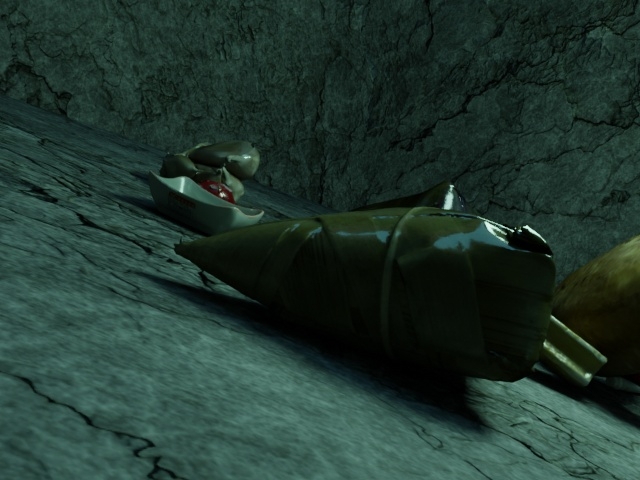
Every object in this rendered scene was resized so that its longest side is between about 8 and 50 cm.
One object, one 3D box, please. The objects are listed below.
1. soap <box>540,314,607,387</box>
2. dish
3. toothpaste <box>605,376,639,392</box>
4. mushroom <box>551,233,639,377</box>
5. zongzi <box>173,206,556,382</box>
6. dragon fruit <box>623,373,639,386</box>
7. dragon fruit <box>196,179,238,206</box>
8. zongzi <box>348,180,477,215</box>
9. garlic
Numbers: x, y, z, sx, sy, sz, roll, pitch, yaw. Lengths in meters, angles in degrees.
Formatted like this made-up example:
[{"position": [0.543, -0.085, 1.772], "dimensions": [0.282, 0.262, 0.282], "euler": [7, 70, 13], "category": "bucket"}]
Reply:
[{"position": [0.401, 0.169, 1.201], "dimensions": [0.232, 0.073, 0.140], "euler": [40, -5, 17], "category": "soap"}, {"position": [-0.239, -0.065, 1.311], "dimensions": [0.212, 0.077, 0.151], "euler": [24, 8, 16], "category": "dish"}, {"position": [0.672, 0.319, 1.432], "dimensions": [0.190, 0.031, 0.048], "euler": [21, 2, -45], "category": "toothpaste"}, {"position": [0.573, 0.147, 1.283], "dimensions": [0.224, 0.313, 0.397], "euler": [64, 20, 7], "category": "mushroom"}, {"position": [0.084, 0.036, 0.997], "dimensions": [0.467, 0.218, 0.500], "euler": [16, 2, 10], "category": "zongzi"}, {"position": [0.833, 0.256, 1.589], "dimensions": [0.386, 0.249, 0.371], "euler": [20, 21, 10], "category": "dragon fruit"}, {"position": [-0.217, -0.077, 1.466], "dimensions": [0.190, 0.094, 0.094], "euler": [25, 4, -24], "category": "dragon fruit"}, {"position": [0.310, 0.026, 1.828], "dimensions": [0.432, 0.208, 0.403], "euler": [32, -26, -36], "category": "zongzi"}, {"position": [-0.286, -0.194, 1.716], "dimensions": [0.292, 0.210, 0.237], "euler": [16, -6, 41], "category": "garlic"}]
